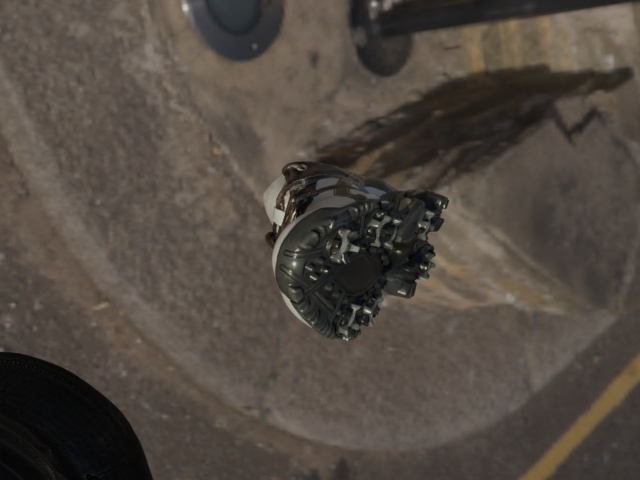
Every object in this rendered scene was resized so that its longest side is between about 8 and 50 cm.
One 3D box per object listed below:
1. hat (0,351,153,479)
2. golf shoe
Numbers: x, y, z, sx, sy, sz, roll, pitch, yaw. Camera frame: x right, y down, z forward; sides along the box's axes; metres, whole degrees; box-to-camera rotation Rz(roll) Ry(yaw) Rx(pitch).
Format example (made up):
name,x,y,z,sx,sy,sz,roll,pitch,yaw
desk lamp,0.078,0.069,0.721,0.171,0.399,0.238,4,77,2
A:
name,x,y,z,sx,sy,sz,roll,pitch,yaw
hat,-0.279,0.210,0.949,0.134,0.331,0.331,94,22,-57
golf shoe,0.000,0.000,0.646,0.198,0.094,0.077,-10,119,-71
